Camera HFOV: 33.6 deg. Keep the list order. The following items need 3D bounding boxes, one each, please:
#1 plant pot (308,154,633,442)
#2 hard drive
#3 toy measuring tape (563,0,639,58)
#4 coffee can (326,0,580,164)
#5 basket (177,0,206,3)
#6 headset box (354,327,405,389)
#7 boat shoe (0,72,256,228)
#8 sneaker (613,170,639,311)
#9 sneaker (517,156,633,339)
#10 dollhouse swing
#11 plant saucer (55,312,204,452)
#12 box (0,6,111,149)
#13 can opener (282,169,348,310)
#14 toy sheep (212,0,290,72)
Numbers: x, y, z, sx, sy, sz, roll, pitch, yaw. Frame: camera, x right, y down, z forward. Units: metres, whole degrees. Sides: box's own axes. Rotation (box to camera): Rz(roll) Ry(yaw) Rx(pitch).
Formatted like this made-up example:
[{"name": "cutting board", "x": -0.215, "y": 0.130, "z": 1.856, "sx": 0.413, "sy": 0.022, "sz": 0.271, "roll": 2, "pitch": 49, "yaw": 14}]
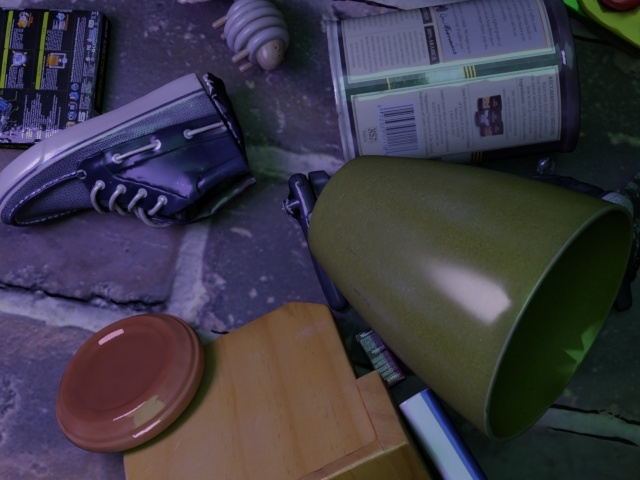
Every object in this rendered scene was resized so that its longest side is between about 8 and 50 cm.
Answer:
[{"name": "plant pot", "x": 0.138, "y": 0.025, "z": 1.151, "sx": 0.293, "sy": 0.275, "sz": 0.274, "roll": 30, "pitch": 83, "yaw": 29}, {"name": "hard drive", "x": 0.192, "y": 0.313, "z": 1.190, "sx": 0.040, "sy": 0.210, "sz": 0.318, "roll": -32, "pitch": 79, "yaw": 1}, {"name": "toy measuring tape", "x": 0.425, "y": -0.285, "z": 1.331, "sx": 0.330, "sy": 0.121, "sz": 0.121, "roll": 32, "pitch": 84, "yaw": 1}, {"name": "coffee can", "x": 0.157, "y": -0.188, "z": 1.287, "sx": 0.275, "sy": 0.201, "sz": 0.201, "roll": -8, "pitch": 79, "yaw": 4}, {"name": "basket", "x": -0.073, "y": -0.506, "z": 1.304, "sx": 0.328, "sy": 0.266, "sz": 0.331, "roll": -9, "pitch": 67, "yaw": 3}, {"name": "headset box", "x": 0.076, "y": 0.149, "z": 1.305, "sx": 0.032, "sy": 0.062, "sz": 0.083, "roll": -31, "pitch": 78, "yaw": 0}, {"name": "boat shoe", "x": -0.245, "y": -0.071, "z": 1.337, "sx": 0.341, "sy": 0.127, "sz": 0.158, "roll": -29, "pitch": 71, "yaw": -1}, {"name": "sneaker", "x": 0.392, "y": -0.002, "z": 1.310, "sx": 0.089, "sy": 0.051, "sz": 0.170, "roll": -10, "pitch": 77, "yaw": 6}, {"name": "sneaker", "x": 0.253, "y": 0.031, "z": 1.298, "sx": 0.153, "sy": 0.101, "sz": 0.268, "roll": 39, "pitch": 104, "yaw": 32}, {"name": "dollhouse swing", "x": -0.045, "y": 0.301, "z": 1.253, "sx": 0.347, "sy": 0.305, "sz": 0.315, "roll": -27, "pitch": 110, "yaw": 2}, {"name": "plant saucer", "x": -0.238, "y": 0.164, "z": 1.287, "sx": 0.200, "sy": 0.037, "sz": 0.200, "roll": -15, "pitch": 44, "yaw": 15}, {"name": "box", "x": -0.383, "y": -0.216, "z": 1.421, "sx": 0.184, "sy": 0.045, "sz": 0.190, "roll": 2, "pitch": 81, "yaw": 8}, {"name": "can opener", "x": 0.000, "y": 0.000, "z": 1.340, "sx": 0.073, "sy": 0.059, "sz": 0.186, "roll": -15, "pitch": 79, "yaw": 2}, {"name": "toy sheep", "x": -0.088, "y": -0.276, "z": 1.385, "sx": 0.091, "sy": 0.091, "sz": 0.132, "roll": -30, "pitch": 73, "yaw": -1}]
